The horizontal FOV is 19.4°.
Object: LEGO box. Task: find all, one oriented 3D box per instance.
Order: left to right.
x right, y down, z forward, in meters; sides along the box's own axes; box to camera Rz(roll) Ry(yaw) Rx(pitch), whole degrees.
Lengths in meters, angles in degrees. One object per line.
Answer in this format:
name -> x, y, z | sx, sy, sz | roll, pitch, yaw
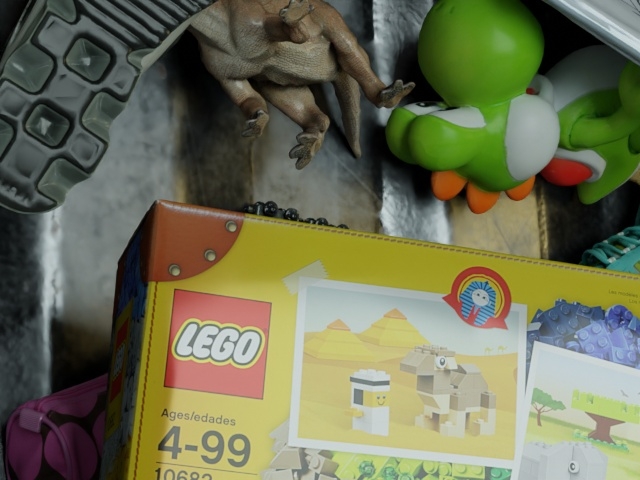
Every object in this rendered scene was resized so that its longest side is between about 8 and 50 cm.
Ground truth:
LEGO box -> 0.094, 0.205, 1.318 | 0.500, 0.193, 0.372 | 8, 73, -13

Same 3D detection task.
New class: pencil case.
pencil case -> -0.139, 0.135, 1.435 | 0.209, 0.095, 0.098 | -22, 126, -38

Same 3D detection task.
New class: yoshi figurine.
yoshi figurine -> 0.221, -0.155, 1.703 | 0.362, 0.203, 0.203 | -11, 73, -34

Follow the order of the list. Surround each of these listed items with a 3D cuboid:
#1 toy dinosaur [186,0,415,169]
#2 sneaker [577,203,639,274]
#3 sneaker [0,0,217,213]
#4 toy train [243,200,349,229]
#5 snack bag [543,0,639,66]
toy dinosaur -> -0.045, -0.180, 1.563 | 0.295, 0.127, 0.200 | 26, 24, -48
sneaker -> 0.294, 0.034, 1.761 | 0.110, 0.107, 0.275 | 32, 63, -15
sneaker -> -0.165, -0.173, 1.415 | 0.122, 0.146, 0.330 | 40, 83, -17
toy train -> 0.000, 0.000, 1.603 | 0.158, 0.027, 0.036 | 18, 81, -32
snack bag -> 0.316, -0.222, 1.701 | 0.323, 0.037, 0.342 | 32, 30, -8
